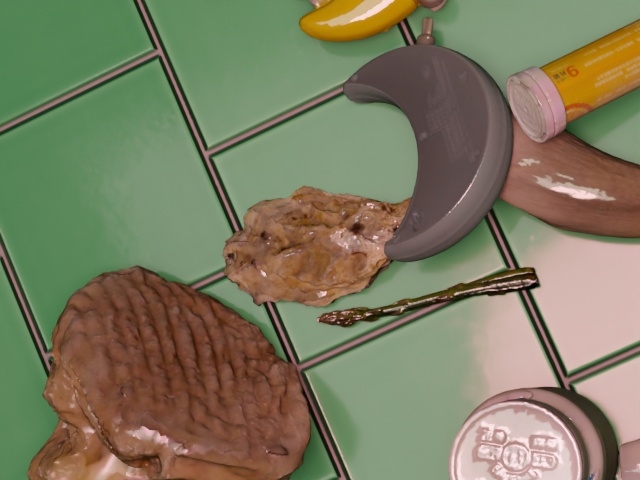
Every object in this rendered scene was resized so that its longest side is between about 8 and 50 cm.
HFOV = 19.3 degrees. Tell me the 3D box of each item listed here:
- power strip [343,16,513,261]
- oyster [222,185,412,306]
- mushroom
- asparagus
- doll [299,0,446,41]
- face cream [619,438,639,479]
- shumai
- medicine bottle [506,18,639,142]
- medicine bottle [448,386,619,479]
[{"bbox_3d":[0.110,-0.112,1.894,0.168,0.054,0.253,-26,56,25],"label":"power strip"},{"bbox_3d":[-0.005,0.008,1.950,0.209,0.072,0.132,8,84,14],"label":"oyster"},{"bbox_3d":[0.261,-0.056,1.886,0.247,0.108,0.096,21,123,16],"label":"mushroom"},{"bbox_3d":[0.110,0.061,1.945,0.233,0.022,0.023,-13,127,9],"label":"asparagus"},{"bbox_3d":[0.028,-0.321,1.948,0.252,0.111,0.237,33,94,4],"label":"doll"},{"bbox_3d":[0.388,0.218,1.857,0.182,0.051,0.072,-5,81,11],"label":"face cream"},{"bbox_3d":[-0.176,0.203,1.937,0.314,0.267,0.262,55,131,38],"label":"shumai"},{"bbox_3d":[0.293,-0.174,1.861,0.218,0.074,0.074,-27,80,-15],"label":"medicine bottle"},{"bbox_3d":[0.203,0.209,1.792,0.143,0.258,0.143,-1,85,13],"label":"medicine bottle"}]
